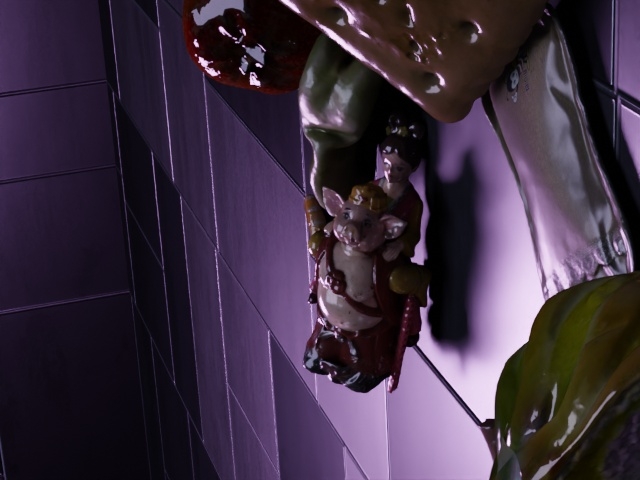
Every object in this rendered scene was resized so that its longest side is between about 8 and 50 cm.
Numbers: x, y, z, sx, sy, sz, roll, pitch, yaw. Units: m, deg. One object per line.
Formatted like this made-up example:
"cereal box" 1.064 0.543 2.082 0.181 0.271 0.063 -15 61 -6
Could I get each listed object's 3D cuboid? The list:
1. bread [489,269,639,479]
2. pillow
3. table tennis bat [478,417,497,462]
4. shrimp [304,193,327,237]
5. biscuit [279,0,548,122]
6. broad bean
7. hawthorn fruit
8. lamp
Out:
"bread" 0.169 0.109 0.973 0.156 0.158 0.261 -111 20 -48
"pillow" 0.164 -0.051 1.116 0.130 0.033 0.218 132 128 -63
"table tennis bat" 0.184 0.197 1.256 0.107 0.119 0.170 -11 103 38
"shrimp" 0.000 0.000 1.805 0.059 0.023 0.108 101 156 -76
"biscuit" 0.009 -0.230 1.121 0.325 0.044 0.217 38 141 3
"broad bean" 0.025 -0.119 1.489 0.207 0.072 0.153 93 -160 -61
"hawthorn fruit" -0.047 -0.234 1.541 0.169 0.169 0.188 97 -174 -47
"lamp" 0.046 0.014 1.459 0.118 0.118 0.253 -118 31 -50
